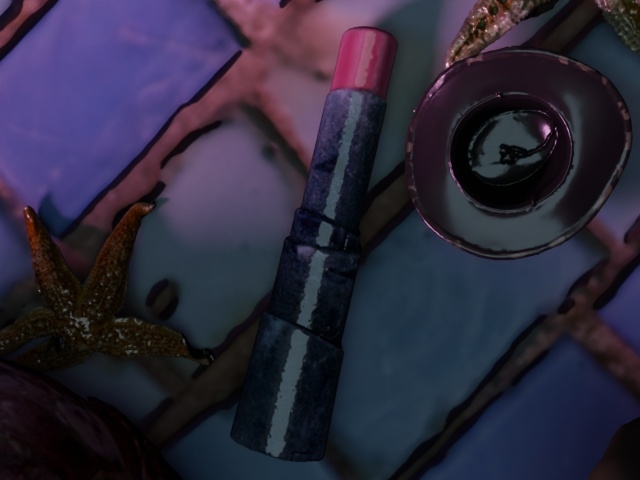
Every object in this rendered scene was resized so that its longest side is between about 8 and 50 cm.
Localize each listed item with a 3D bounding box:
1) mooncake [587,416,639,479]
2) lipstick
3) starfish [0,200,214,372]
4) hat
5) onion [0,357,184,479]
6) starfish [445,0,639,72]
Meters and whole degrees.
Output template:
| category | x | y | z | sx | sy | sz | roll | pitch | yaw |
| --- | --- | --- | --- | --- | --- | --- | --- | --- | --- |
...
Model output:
| category | x | y | z | sx | sy | sz | roll | pitch | yaw |
| --- | --- | --- | --- | --- | --- | --- | --- | --- | --- |
| mooncake | 0.280 | 0.209 | 0.669 | 0.356 | 0.356 | 0.194 | 9 | 103 | 3 |
| lipstick | 0.000 | 0.000 | 0.810 | 0.053 | 0.053 | 0.234 | 12 | 98 | 3 |
| starfish | -0.119 | 0.041 | 0.831 | 0.130 | 0.041 | 0.133 | 24 | 100 | -1 |
| hat | 0.104 | -0.049 | 0.794 | 0.121 | 0.050 | 0.121 | 2 | 101 | 9 |
| onion | -0.194 | 0.233 | 0.752 | 0.282 | 0.260 | 0.336 | -23 | 102 | 16 |
| starfish | 0.154 | -0.147 | 0.775 | 0.208 | 0.053 | 0.176 | -24 | 107 | 20 |
